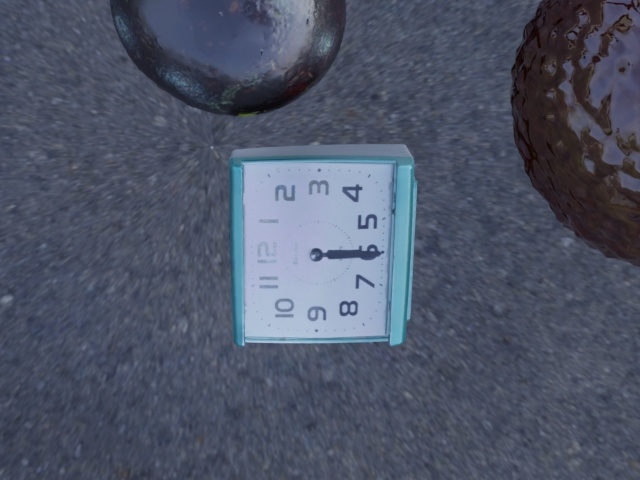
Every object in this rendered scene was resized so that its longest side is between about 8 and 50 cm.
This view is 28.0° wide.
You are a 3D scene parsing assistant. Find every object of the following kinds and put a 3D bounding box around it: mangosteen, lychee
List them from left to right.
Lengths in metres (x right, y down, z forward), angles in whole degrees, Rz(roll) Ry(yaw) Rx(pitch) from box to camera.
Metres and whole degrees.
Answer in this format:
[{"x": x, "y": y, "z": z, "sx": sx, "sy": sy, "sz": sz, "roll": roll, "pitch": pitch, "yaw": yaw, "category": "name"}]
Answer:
[{"x": -0.093, "y": -0.281, "z": 1.431, "sx": 0.288, "sy": 0.288, "sz": 0.288, "roll": 0, "pitch": 94, "yaw": -5, "category": "mangosteen"}, {"x": 0.259, "y": -0.107, "z": 0.901, "sx": 0.260, "sy": 0.260, "sz": 0.260, "roll": 0, "pitch": 94, "yaw": -5, "category": "lychee"}]

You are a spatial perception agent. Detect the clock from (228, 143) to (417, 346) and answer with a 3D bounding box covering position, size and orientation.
[{"x": 0.000, "y": 0.000, "z": 1.627, "sx": 0.231, "sy": 0.116, "sz": 0.262, "roll": -1, "pitch": 117, "yaw": -3, "category": "clock"}]
